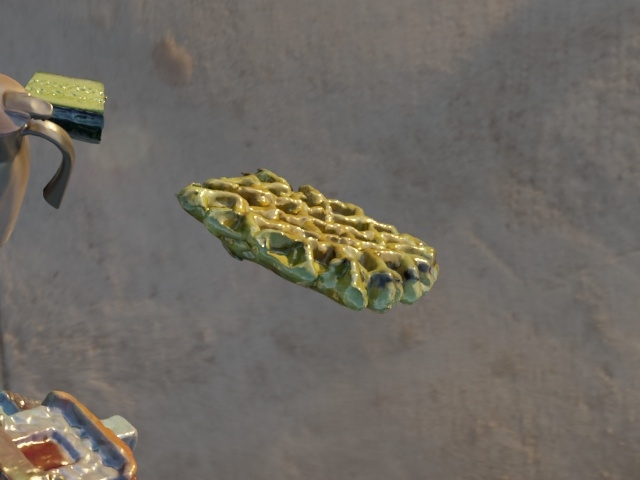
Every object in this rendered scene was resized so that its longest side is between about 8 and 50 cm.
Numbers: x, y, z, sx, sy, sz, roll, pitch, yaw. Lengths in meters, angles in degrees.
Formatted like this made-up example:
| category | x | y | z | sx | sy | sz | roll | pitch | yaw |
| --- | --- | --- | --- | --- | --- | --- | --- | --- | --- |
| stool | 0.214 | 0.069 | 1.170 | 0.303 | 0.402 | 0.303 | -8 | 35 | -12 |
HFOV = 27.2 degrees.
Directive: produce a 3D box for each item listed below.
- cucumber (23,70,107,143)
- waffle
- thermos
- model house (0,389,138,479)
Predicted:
| category | x | y | z | sx | sy | sz | roll | pitch | yaw |
| --- | --- | --- | --- | --- | --- | --- | --- | --- | --- |
| cucumber | -0.326 | -0.165 | 1.681 | 0.115 | 0.116 | 0.062 | 13 | 114 | -6 |
| waffle | 0.000 | 0.003 | 1.117 | 0.204 | 0.223 | 0.054 | 24 | 105 | 15 |
| thermos | -0.290 | -0.069 | 1.177 | 0.137 | 0.193 | 0.105 | 15 | 54 | -17 |
| model house | -0.305 | 0.338 | 1.650 | 0.360 | 0.297 | 0.339 | 40 | 31 | 29 |
